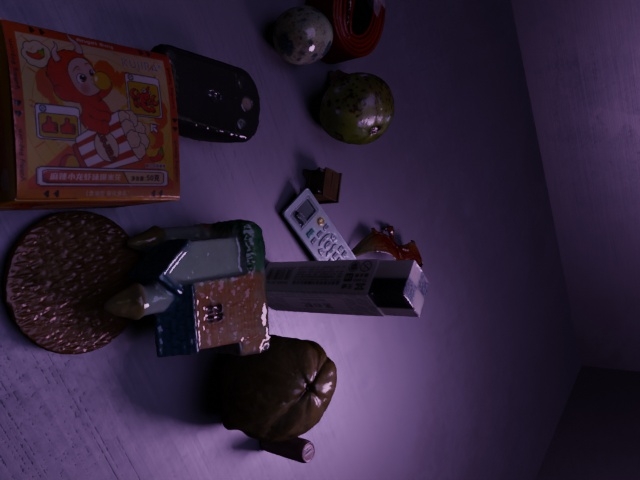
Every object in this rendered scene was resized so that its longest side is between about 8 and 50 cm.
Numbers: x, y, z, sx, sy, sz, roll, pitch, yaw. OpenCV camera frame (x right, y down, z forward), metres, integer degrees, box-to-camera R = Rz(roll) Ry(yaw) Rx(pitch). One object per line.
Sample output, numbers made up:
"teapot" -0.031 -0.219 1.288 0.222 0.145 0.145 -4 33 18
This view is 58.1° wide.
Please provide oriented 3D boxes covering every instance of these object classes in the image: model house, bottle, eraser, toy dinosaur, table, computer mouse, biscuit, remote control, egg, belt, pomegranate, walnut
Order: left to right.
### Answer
"biscuit" -0.435 0.074 1.030 0.261 0.037 0.262 3 86 -52
"model house" -0.279 0.099 1.102 0.324 0.194 0.268 -5 94 -48
"computer mouse" -0.255 -0.298 1.217 0.269 0.100 0.170 8 78 -45
"walnut" -0.098 0.319 1.246 0.227 0.282 0.283 54 48 -11
"bottle" -0.079 0.485 1.359 0.053 0.140 0.053 2 88 -49
"egg" -0.039 -0.518 1.454 0.181 0.141 0.141 -32 112 -48
"remote control" 0.000 0.000 1.547 0.103 0.051 0.293 -49 124 -24
"table" 0.002 -0.149 1.541 0.082 0.070 0.084 19 75 -49
"eraser" 0.041 0.106 1.318 0.096 0.403 0.098 52 49 -39
"belt" 0.078 -0.650 1.626 0.227 0.115 0.324 44 58 -42
"pomegranate" 0.087 -0.383 1.589 0.214 0.214 0.248 14 40 -49
"toy dinosaur" 0.211 0.055 1.780 0.207 0.112 0.327 59 30 5

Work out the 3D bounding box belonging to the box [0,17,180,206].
"box" -0.408 -0.184 0.944 0.283 0.213 0.260 -6 91 -50
